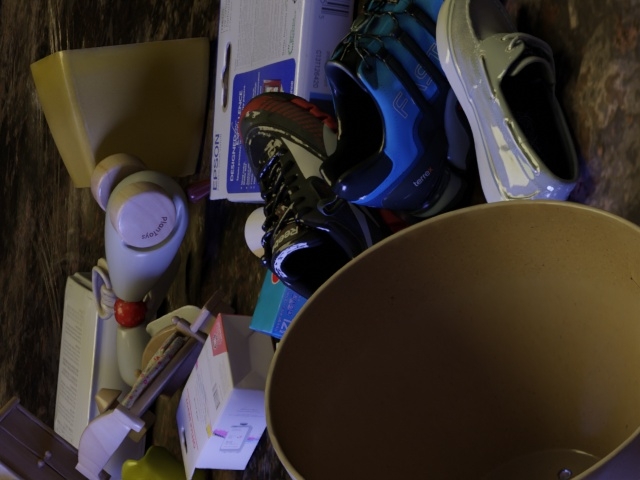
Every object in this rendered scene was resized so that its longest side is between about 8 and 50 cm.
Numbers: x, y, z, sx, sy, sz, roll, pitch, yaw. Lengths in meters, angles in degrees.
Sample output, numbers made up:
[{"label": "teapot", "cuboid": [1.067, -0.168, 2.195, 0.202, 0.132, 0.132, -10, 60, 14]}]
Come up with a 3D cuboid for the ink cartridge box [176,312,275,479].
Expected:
[{"label": "ink cartridge box", "cuboid": [-0.112, 0.194, 1.898, 0.198, 0.067, 0.115, 117, 150, -42]}]

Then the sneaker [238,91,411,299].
[{"label": "sneaker", "cuboid": [-0.009, -0.030, 1.456, 0.276, 0.135, 0.097, 55, 132, 23]}]

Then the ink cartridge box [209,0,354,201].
[{"label": "ink cartridge box", "cuboid": [-0.047, -0.194, 1.815, 0.307, 0.072, 0.303, -176, 89, -71]}]

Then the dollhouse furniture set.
[{"label": "dollhouse furniture set", "cuboid": [-0.310, 0.212, 1.994, 0.355, 0.174, 0.303, -53, -1, 38]}]

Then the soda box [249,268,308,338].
[{"label": "soda box", "cuboid": [0.000, 0.000, 1.581, 0.071, 0.067, 0.210, 3, 74, 69]}]

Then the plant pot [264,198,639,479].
[{"label": "plant pot", "cuboid": [0.127, 0.135, 1.073, 0.284, 0.284, 0.191, -116, 1, -53]}]

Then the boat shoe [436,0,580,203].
[{"label": "boat shoe", "cuboid": [0.157, -0.120, 1.263, 0.081, 0.079, 0.227, -45, 48, 46]}]

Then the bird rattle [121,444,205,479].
[{"label": "bird rattle", "cuboid": [-0.214, 0.373, 1.965, 0.253, 0.207, 0.143, -127, 22, -70]}]

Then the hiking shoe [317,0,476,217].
[{"label": "hiking shoe", "cuboid": [0.072, -0.171, 1.380, 0.113, 0.132, 0.304, 5, 93, 55]}]

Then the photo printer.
[{"label": "photo printer", "cuboid": [-0.329, 0.214, 2.402, 0.256, 0.107, 0.307, -165, 79, -69]}]

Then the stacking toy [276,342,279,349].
[{"label": "stacking toy", "cuboid": [0.011, 0.187, 1.610, 0.221, 0.052, 0.167, 170, 102, -66]}]

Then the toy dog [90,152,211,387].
[{"label": "toy dog", "cuboid": [-0.207, 0.028, 2.127, 0.333, 0.161, 0.220, 98, 155, -47]}]

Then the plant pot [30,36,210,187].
[{"label": "plant pot", "cuboid": [-0.273, -0.173, 2.225, 0.212, 0.212, 0.187, -178, 81, -69]}]

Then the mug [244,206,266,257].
[{"label": "mug", "cuboid": [-0.037, -0.007, 1.779, 0.064, 0.078, 0.062, -15, 38, 59]}]
